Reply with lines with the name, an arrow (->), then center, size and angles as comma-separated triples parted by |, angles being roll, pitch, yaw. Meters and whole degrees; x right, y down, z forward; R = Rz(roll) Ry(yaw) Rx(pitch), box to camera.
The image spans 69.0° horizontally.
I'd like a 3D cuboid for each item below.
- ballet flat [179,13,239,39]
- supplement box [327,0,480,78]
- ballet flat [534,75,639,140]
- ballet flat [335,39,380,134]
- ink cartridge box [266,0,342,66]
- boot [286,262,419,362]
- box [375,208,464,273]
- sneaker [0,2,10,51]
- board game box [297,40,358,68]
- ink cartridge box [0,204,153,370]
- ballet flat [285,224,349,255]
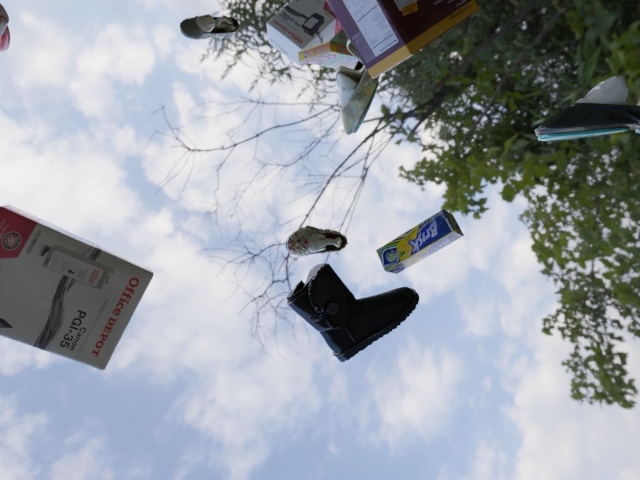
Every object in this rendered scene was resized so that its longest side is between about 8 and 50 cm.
ballet flat -> -0.319, -0.632, 1.360 | 0.213, 0.068, 0.072 | -35, -84, -53
supplement box -> 0.142, -0.439, 0.841 | 0.191, 0.129, 0.194 | -39, -74, -20
ballet flat -> 0.482, -0.202, 0.721 | 0.095, 0.281, 0.096 | -40, -49, -79
ballet flat -> 0.101, -0.413, 1.101 | 0.123, 0.348, 0.123 | 17, -138, -16
ink cartridge box -> -0.054, -0.776, 1.685 | 0.172, 0.100, 0.237 | 40, -103, 10
boot -> 0.072, 0.128, 1.042 | 0.207, 0.247, 0.094 | 52, -177, -13
box -> 0.203, 0.005, 0.959 | 0.059, 0.169, 0.054 | 16, -134, -53
sneaker -> -0.269, -0.159, 0.342 | 0.070, 0.051, 0.134 | 19, -152, -38
board game box -> 0.067, -0.540, 1.376 | 0.260, 0.124, 0.039 | -16, -76, -46
ink cartridge box -> -0.486, 0.088, 0.866 | 0.283, 0.117, 0.207 | 28, -99, -21
ballet flat -> 0.000, 0.000, 1.338 | 0.241, 0.077, 0.091 | -9, -77, -55
